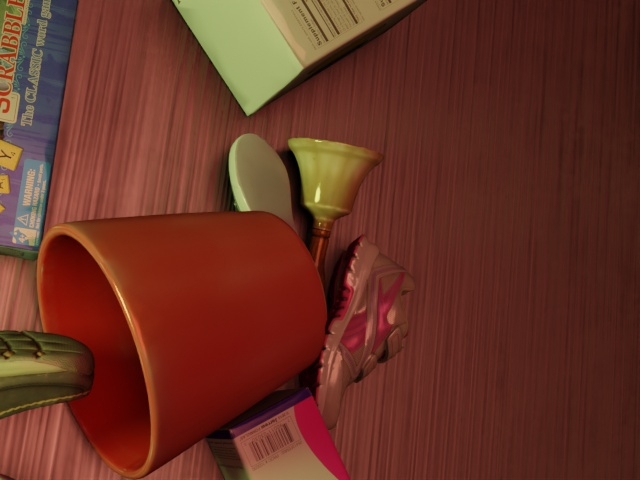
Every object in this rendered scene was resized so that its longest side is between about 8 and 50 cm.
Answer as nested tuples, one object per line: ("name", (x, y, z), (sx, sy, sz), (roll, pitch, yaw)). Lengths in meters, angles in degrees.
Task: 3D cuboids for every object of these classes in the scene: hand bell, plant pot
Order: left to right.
("plant pot", (-0.144, 0.088, 1.018), (0.243, 0.275, 0.275), (-17, 87, -35))
("hand bell", (0.000, 0.000, 1.181), (0.126, 0.126, 0.242), (10, 88, -21))

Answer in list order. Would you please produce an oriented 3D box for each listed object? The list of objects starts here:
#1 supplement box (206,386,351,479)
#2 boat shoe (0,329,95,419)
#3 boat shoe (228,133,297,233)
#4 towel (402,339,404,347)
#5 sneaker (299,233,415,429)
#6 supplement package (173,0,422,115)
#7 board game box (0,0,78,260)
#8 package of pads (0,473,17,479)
("supplement box", (-0.033, 0.298, 1.092), (0.111, 0.114, 0.220), (-24, 89, -26))
("boat shoe", (-0.394, 0.175, 0.925), (0.355, 0.132, 0.130), (-9, 99, 3))
("boat shoe", (-0.072, -0.017, 1.153), (0.080, 0.076, 0.229), (-15, 80, -41))
("towel", (0.082, 0.106, 1.234), (0.060, 0.009, 0.083), (1, 80, -24))
("sneaker", (0.053, 0.123, 1.159), (0.111, 0.103, 0.252), (23, 74, -9))
("supplement package", (-0.013, -0.325, 1.167), (0.262, 0.199, 0.198), (-35, 96, -25))
("board game box", (-0.450, -0.159, 1.021), (0.318, 0.066, 0.319), (9, 77, -22))
("package of pads", (-0.206, 0.341, 0.895), (0.296, 0.229, 0.101), (28, 72, 15))
